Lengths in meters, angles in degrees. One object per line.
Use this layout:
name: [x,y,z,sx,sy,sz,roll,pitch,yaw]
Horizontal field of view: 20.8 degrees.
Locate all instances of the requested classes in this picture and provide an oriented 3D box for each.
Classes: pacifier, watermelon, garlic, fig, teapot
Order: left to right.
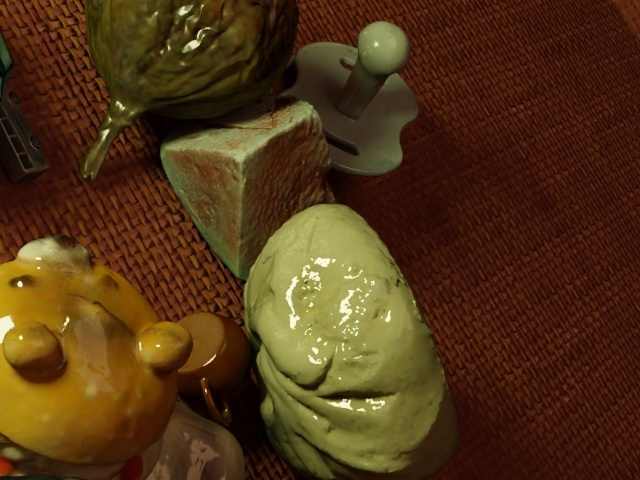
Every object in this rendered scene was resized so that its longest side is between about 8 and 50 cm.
fig: [-0.196,-0.222,2.207,0.286,0.286,0.369,37,63,-27]
garlic: [-0.158,0.270,1.965,0.217,0.110,0.228,25,46,-33]
teapot: [-0.129,0.154,2.098,0.116,0.116,0.173,28,33,-36]
watermelon: [-0.063,-0.083,2.275,0.213,0.201,0.262,-29,89,-38]
pacifier: [0.048,-0.230,2.518,0.238,0.226,0.287,31,37,-4]

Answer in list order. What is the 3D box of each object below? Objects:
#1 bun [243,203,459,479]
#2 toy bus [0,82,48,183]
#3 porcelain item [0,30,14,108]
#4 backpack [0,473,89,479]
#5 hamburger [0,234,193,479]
bun: [0.016,0.147,2.125,0.211,0.360,0.360,-20,76,-10]
toy bus: [-0.372,-0.132,2.080,0.052,0.037,0.131,-19,80,-50]
porcelain item: [-0.492,-0.229,1.906,0.286,0.157,0.281,-7,68,-54]
backpack: [-0.227,0.442,1.601,0.446,0.255,0.363,49,52,-12]
hamburger: [-0.271,0.132,1.777,0.276,0.237,0.276,17,46,-19]
